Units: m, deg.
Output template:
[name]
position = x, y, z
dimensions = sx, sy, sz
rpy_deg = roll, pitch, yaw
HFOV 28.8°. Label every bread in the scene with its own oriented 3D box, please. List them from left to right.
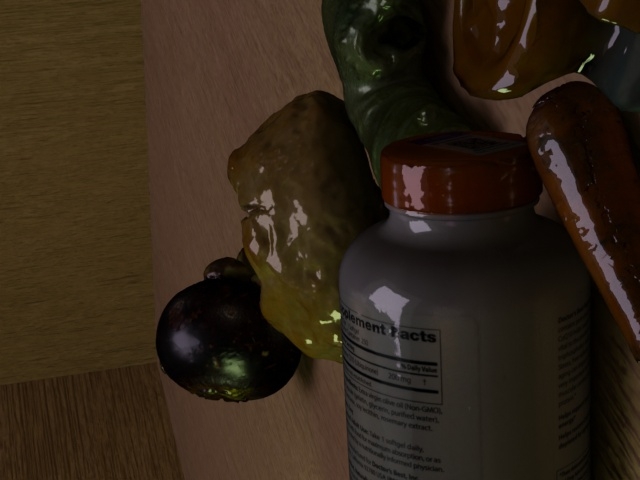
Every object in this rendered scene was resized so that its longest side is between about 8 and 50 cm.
[bread]
position = 0.000, 0.000, 1.083
dimensions = 0.244, 0.134, 0.244
rpy_deg = -16, -90, -86

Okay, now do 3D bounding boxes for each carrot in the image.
[carrot]
position = 0.161, -0.012, 0.691
dimensions = 0.055, 0.055, 0.161
rpy_deg = 114, 140, -65

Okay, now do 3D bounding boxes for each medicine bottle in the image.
[medicine bottle]
position = 0.092, 0.080, 0.790
dimensions = 0.157, 0.157, 0.289
rpy_deg = -136, 41, -69

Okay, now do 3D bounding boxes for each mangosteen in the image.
[mangosteen]
position = -0.113, 0.104, 1.637
dimensions = 0.192, 0.192, 0.217
rpy_deg = 117, 164, -67

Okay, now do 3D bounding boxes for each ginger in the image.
[ginger]
position = 0.058, -0.125, 0.979
dimensions = 0.137, 0.089, 0.290
rpy_deg = 117, 146, -53

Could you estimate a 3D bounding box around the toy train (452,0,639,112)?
[toy train]
position = 0.124, -0.202, 0.522
dimensions = 0.369, 0.163, 0.232
rpy_deg = -114, 29, -50
